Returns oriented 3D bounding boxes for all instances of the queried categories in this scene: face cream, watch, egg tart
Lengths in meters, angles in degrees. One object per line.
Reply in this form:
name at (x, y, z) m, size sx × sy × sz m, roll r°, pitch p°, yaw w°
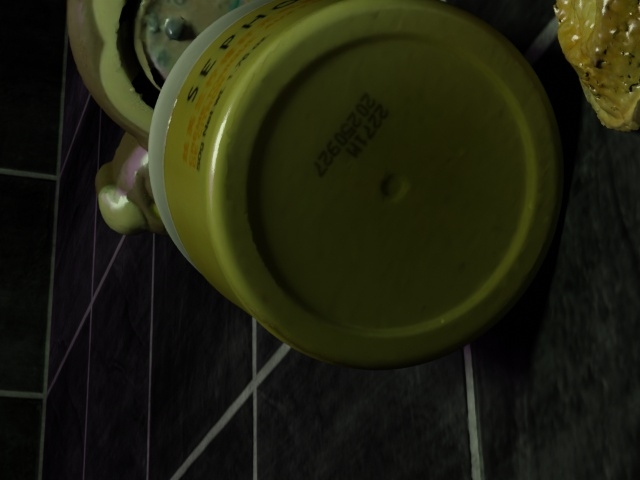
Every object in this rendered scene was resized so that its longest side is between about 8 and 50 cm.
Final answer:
face cream at (0.016, -0.045, 0.897) m, size 0.179 × 0.218 × 0.218 m, roll -151°, pitch 69°, yaw -70°
watch at (-0.077, -0.204, 1.239) m, size 0.327 × 0.314 × 0.335 m, roll -90°, pitch 3°, yaw -62°
egg tart at (0.155, -0.120, 0.769) m, size 0.129 × 0.049 × 0.129 m, roll -174°, pitch 90°, yaw -74°
